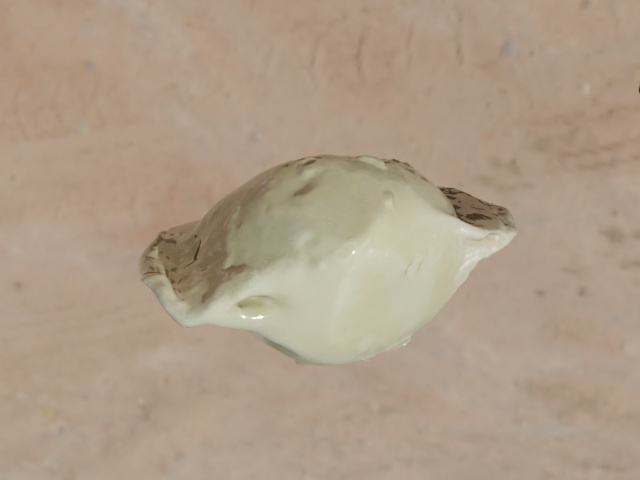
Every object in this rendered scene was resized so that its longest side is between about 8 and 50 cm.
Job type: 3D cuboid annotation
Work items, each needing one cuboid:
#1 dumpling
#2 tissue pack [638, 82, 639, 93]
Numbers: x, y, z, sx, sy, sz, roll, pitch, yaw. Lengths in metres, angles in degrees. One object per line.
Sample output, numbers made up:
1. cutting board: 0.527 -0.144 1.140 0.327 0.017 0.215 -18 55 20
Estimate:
1. dumpling: 0.000 -0.002 0.386 0.057 0.076 0.052 48 176 42
2. tissue pack: 0.369 -0.093 0.683 0.288 0.124 0.394 6 169 -31
